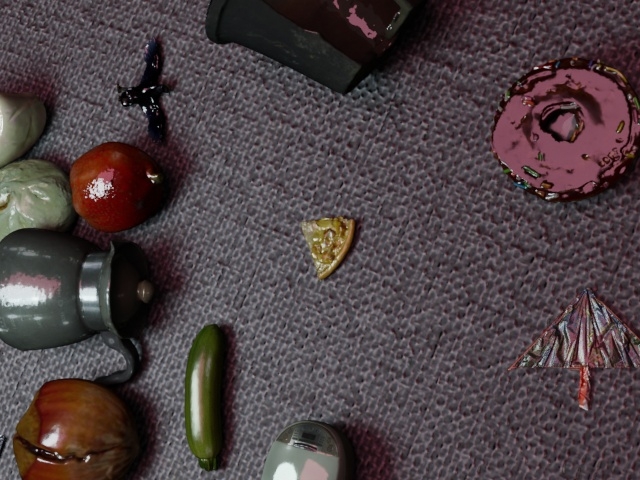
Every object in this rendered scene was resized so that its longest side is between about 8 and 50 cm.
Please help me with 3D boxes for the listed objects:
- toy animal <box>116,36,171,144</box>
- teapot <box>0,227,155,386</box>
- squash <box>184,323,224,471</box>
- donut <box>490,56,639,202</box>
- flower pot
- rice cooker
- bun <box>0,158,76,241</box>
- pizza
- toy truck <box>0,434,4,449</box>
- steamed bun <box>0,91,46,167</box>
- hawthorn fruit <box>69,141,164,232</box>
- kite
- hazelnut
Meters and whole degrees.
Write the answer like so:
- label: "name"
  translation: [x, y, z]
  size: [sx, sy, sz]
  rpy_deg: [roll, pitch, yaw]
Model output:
- label: "toy animal"
  translation: [-0.337, -0.283, 1.822]
  size: [0.107, 0.062, 0.220]
  rpy_deg: [-9, 77, 2]
- label: "teapot"
  translation: [-0.432, 0.127, 1.714]
  size: [0.285, 0.223, 0.306]
  rpy_deg: [-1, 79, 15]
- label: "squash"
  translation: [-0.205, 0.275, 1.673]
  size: [0.069, 0.069, 0.258]
  rpy_deg: [-3, 81, 22]
- label: "donut"
  translation: [0.387, -0.170, 1.485]
  size: [0.235, 0.089, 0.235]
  rpy_deg: [-3, 82, 22]
- label: "flower pot"
  translation: [0.022, -0.404, 1.572]
  size: [0.251, 0.379, 0.379]
  rpy_deg: [40, 99, 1]
- label: "rice cooker"
  translation: [-0.018, 0.395, 1.550]
  size: [0.145, 0.127, 0.207]
  rpy_deg: [10, 89, 24]
- label: "bun"
  translation: [-0.573, -0.069, 1.848]
  size: [0.195, 0.118, 0.196]
  rpy_deg: [-4, 79, 19]
- label: "pizza"
  translation: [0.000, 0.000, 1.653]
  size: [0.108, 0.026, 0.123]
  rpy_deg: [31, 95, 25]
- label: "toy truck"
  translation: [-0.642, 0.417, 1.854]
  size: [0.032, 0.024, 0.083]
  rpy_deg: [18, 91, 1]
- label: "steamed bun"
  translation: [-0.660, -0.204, 1.882]
  size: [0.238, 0.170, 0.153]
  rpy_deg: [-11, 97, 23]
- label: "hawthorn fruit"
  translation: [-0.364, -0.100, 1.749]
  size: [0.188, 0.169, 0.169]
  rpy_deg: [-7, 79, 18]
- label: "kite"
  translation: [0.405, 0.167, 1.472]
  size: [0.232, 0.009, 0.189]
  rpy_deg: [-1, 83, 23]
- label: "hazelnut"
  translation: [-0.432, 0.355, 1.692]
  size: [0.180, 0.181, 0.212]
  rpy_deg: [17, 99, 40]
